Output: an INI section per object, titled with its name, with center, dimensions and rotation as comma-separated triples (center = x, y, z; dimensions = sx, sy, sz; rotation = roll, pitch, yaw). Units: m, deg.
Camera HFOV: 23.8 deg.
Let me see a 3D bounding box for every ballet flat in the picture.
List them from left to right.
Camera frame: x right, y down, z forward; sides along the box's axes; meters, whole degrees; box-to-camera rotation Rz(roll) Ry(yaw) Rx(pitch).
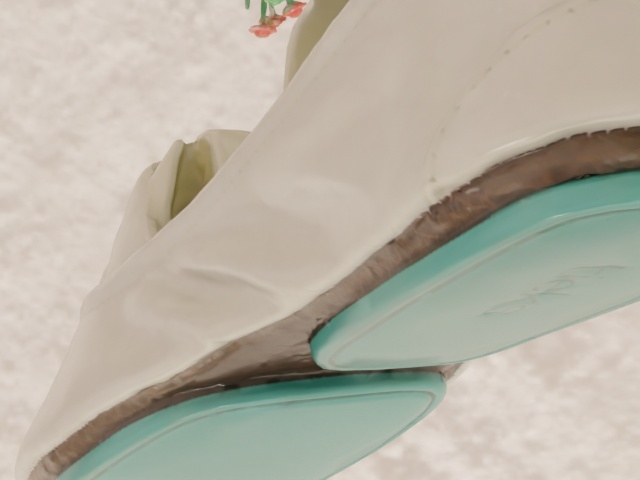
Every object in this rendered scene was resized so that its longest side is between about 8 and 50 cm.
[ballet flat]
center = 0.000, 0.000, 0.503
dimensions = 0.400, 0.139, 0.139
rotation = -40, 59, 55

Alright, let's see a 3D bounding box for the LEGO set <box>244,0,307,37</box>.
[LEGO set]
center = 0.022, -0.131, 0.762
dimensions = 0.132, 0.287, 0.107
rotation = -7, 98, 39
